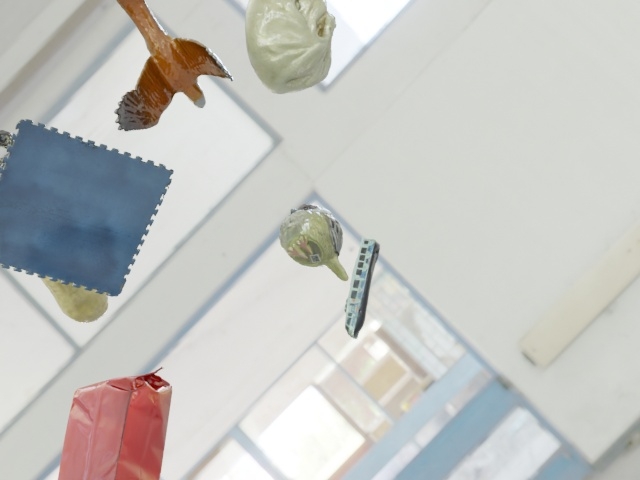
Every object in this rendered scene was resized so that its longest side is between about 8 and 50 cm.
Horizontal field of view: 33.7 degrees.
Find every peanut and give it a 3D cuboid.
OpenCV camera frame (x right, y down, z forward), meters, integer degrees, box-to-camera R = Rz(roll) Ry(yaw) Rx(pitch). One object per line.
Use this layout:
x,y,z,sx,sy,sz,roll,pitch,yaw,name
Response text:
-0.613,0.077,2.601,0.147,0.147,0.319,-42,-42,-20,peanut

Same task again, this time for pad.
-0.406,-0.045,1.720,0.269,0.269,0.012,-60,27,20,pad

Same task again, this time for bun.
-0.043,-0.397,2.041,0.133,0.231,0.231,1,25,38,bun

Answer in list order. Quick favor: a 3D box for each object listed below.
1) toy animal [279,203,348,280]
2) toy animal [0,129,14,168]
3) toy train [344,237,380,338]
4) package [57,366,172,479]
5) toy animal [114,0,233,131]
0.000,0.000,1.675,0.098,0.137,0.098,-49,11,13,toy animal
-0.638,-0.179,2.276,0.070,0.202,0.105,119,165,-72,toy animal
0.082,0.100,2.164,0.043,0.047,0.207,39,-119,-67,toy train
-0.411,0.452,2.070,0.196,0.123,0.423,-19,54,37,package
-0.318,-0.368,1.993,0.225,0.284,0.302,-30,5,6,toy animal
